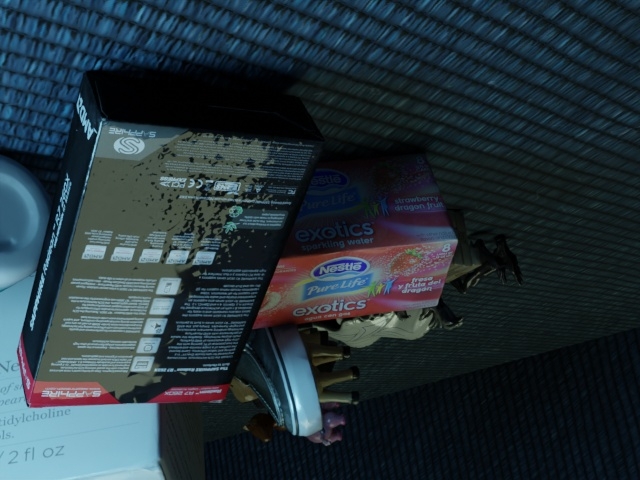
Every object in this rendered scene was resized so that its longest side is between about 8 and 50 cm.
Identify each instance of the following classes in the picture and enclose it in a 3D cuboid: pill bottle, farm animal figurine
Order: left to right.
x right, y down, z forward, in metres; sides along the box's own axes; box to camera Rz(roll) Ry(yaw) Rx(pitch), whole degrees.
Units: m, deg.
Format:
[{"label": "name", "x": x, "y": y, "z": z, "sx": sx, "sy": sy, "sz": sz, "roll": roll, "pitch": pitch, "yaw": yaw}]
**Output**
[{"label": "pill bottle", "x": -0.419, "y": 0.010, "z": 1.207, "sx": 0.146, "sy": 0.146, "sz": 0.264, "roll": 6, "pitch": 159, "yaw": -43}, {"label": "farm animal figurine", "x": -0.073, "y": 0.156, "z": 1.624, "sx": 0.172, "sy": 0.326, "sz": 0.330, "roll": 0, "pitch": 160, "yaw": -15}]

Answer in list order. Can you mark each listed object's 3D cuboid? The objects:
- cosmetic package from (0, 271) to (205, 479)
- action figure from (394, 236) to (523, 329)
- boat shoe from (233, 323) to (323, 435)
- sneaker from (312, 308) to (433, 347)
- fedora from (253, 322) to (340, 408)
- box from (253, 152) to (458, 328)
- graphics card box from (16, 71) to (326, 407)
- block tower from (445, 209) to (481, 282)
[{"label": "cosmetic package", "x": -0.339, "y": 0.242, "z": 1.435, "sx": 0.330, "sy": 0.393, "sz": 0.327, "roll": -9, "pitch": 136, "yaw": -1}, {"label": "action figure", "x": 0.199, "y": 0.088, "z": 1.874, "sx": 0.276, "sy": 0.140, "sz": 0.164, "roll": -19, "pitch": 173, "yaw": 27}, {"label": "boat shoe", "x": -0.103, "y": 0.131, "z": 1.414, "sx": 0.119, "sy": 0.335, "sz": 0.121, "roll": -17, "pitch": 136, "yaw": -17}, {"label": "sneaker", "x": 0.104, "y": 0.142, "z": 2.075, "sx": 0.129, "sy": 0.111, "sz": 0.297, "roll": 12, "pitch": 153, "yaw": -41}, {"label": "fedora", "x": -0.066, "y": 0.280, "z": 2.368, "sx": 0.334, "sy": 0.152, "sz": 0.334, "roll": -9, "pitch": 165, "yaw": -2}, {"label": "box", "x": 0.000, "y": 0.000, "z": 1.355, "sx": 0.300, "sy": 0.154, "sz": 0.142, "roll": -6, "pitch": 142, "yaw": -12}, {"label": "graphics card box", "x": -0.165, "y": 0.014, "z": 1.124, "sx": 0.233, "sy": 0.094, "sz": 0.370, "roll": 3, "pitch": 129, "yaw": -27}, {"label": "block tower", "x": 0.071, "y": 0.008, "z": 1.600, "sx": 0.336, "sy": 0.097, "sz": 0.091, "roll": 2, "pitch": 161, "yaw": -30}]
